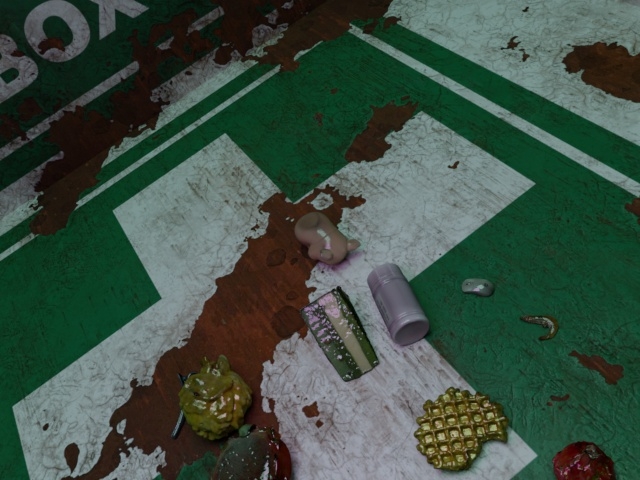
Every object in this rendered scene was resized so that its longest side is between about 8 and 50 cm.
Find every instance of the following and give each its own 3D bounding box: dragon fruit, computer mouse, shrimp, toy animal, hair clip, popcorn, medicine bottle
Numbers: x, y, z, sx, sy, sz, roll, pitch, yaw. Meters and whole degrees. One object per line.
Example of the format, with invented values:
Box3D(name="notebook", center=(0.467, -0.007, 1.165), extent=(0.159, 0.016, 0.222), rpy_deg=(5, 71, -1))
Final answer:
Box3D(name="dragon fruit", center=(-0.201, 0.686, 1.759), extent=(0.268, 0.130, 0.295), rpy_deg=(-6, 51, 19))
Box3D(name="computer mouse", center=(0.508, 0.148, 1.963), extent=(0.110, 0.032, 0.056), rpy_deg=(7, 55, 28))
Box3D(name="shrimp", center=(0.653, 0.259, 1.817), extent=(0.114, 0.023, 0.083), rpy_deg=(7, 59, 23))
Box3D(name="toy animal", center=(0.007, -0.009, 2.225), extent=(0.166, 0.154, 0.250), rpy_deg=(-35, 50, -18))
Box3D(name="hair clip", center=(-0.467, 0.554, 2.044), extent=(0.070, 0.039, 0.230), rpy_deg=(-9, 51, 14))
Box3D(name="dragon fruit", center=(0.659, 0.540, 1.500), extent=(0.152, 0.111, 0.153), rpy_deg=(-2, 28, 1))
Box3D(name="popcorn", center=(-0.340, 0.497, 1.931), extent=(0.233, 0.192, 0.266), rpy_deg=(-10, 67, 8))
Box3D(name="medicine bottle", center=(0.249, 0.203, 1.961), extent=(0.133, 0.133, 0.250), rpy_deg=(-25, 49, 2))

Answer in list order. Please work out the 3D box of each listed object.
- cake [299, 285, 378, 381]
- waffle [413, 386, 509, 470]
Box3D(name="cake", center=(0.076, 0.312, 2.003), extent=(0.158, 0.172, 0.284), rpy_deg=(-32, 80, 5))
Box3D(name="waffle", center=(0.389, 0.531, 1.686), extent=(0.248, 0.056, 0.253), rpy_deg=(14, 58, 32))
